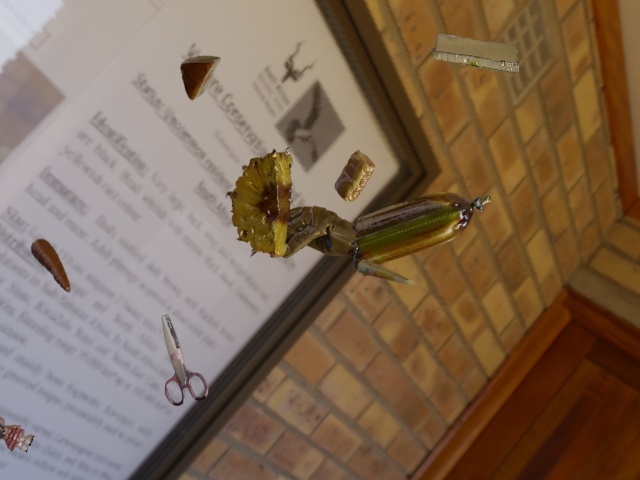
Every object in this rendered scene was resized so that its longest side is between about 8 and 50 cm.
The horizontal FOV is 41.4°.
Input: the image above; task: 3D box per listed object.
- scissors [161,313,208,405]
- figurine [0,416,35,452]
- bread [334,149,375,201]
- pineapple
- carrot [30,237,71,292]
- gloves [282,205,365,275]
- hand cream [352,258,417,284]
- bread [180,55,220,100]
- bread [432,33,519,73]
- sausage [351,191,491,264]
[{"bbox_3d":[-0.270,0.224,1.601,0.022,0.085,0.176,-39,114,-79],"label":"scissors"},{"bbox_3d":[-0.650,0.389,1.734,0.129,0.072,0.054,30,23,-9],"label":"figurine"},{"bbox_3d":[0.087,-0.165,2.191,0.053,0.132,0.074,3,44,-38],"label":"bread"},{"bbox_3d":[-0.131,-0.081,1.749,0.135,0.233,0.079,8,5,33],"label":"pineapple"},{"bbox_3d":[-0.601,0.058,1.909,0.216,0.048,0.048,41,-6,42],"label":"carrot"},{"bbox_3d":[0.005,-0.014,2.192,0.331,0.141,0.154,16,26,10],"label":"gloves"},{"bbox_3d":[0.094,0.049,1.267,0.102,0.022,0.035,19,-6,31],"label":"hand cream"},{"bbox_3d":[-0.235,-0.323,1.609,0.062,0.043,0.109,41,-47,-2],"label":"bread"},{"bbox_3d":[0.273,-0.329,1.490,0.153,0.068,0.028,10,-47,4],"label":"bread"},{"bbox_3d":[0.221,-0.041,1.842,0.125,0.317,0.117,20,56,-52],"label":"sausage"}]
